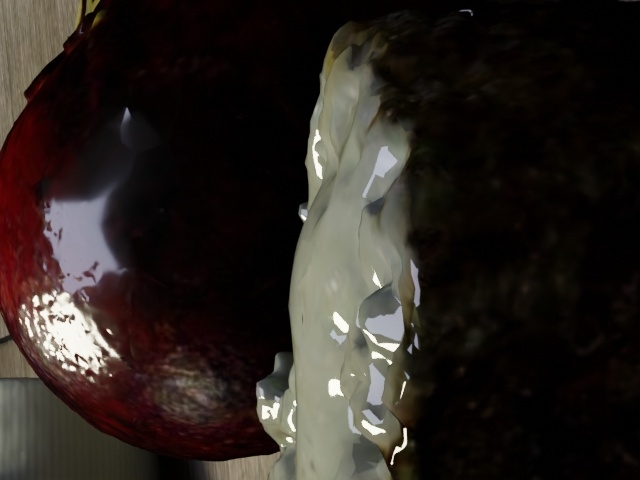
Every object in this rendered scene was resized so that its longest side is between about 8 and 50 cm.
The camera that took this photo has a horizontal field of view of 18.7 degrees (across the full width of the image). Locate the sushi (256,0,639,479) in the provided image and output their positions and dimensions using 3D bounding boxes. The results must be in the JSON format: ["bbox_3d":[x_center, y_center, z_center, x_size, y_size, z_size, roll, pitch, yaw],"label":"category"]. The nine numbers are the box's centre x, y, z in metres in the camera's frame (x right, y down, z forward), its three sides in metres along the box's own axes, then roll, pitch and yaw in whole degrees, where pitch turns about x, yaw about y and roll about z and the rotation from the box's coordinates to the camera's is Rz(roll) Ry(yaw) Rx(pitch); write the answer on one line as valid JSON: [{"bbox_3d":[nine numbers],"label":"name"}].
[{"bbox_3d":[0.073,0.067,0.612,0.196,0.181,0.343,-119,31,-58],"label":"sushi"}]

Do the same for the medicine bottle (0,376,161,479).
[{"bbox_3d":[-0.207,0.269,1.322,0.245,0.245,0.306,123,147,-59],"label":"medicine bottle"}]

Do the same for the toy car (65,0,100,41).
[{"bbox_3d":[-0.080,-0.139,1.096,0.257,0.101,0.124,129,138,-60],"label":"toy car"}]

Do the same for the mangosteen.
[{"bbox_3d":[0.000,0.000,0.788,0.261,0.235,0.235,41,156,-3],"label":"mangosteen"}]
